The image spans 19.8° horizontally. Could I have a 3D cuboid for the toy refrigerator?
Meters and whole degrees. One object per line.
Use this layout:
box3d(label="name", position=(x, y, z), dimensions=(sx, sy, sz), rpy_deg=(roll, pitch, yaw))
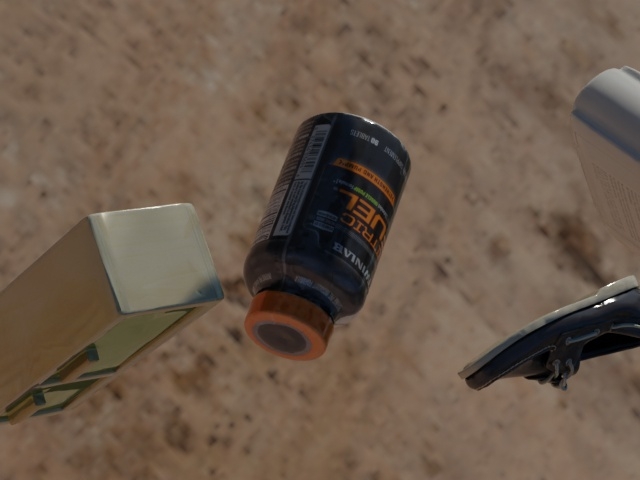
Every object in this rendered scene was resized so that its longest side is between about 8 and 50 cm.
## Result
box3d(label="toy refrigerator", position=(-0.197, 0.070, 1.501), dimensions=(0.102, 0.269, 0.094), rpy_deg=(-8, 72, -40))

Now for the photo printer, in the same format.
box3d(label="photo printer", position=(0.421, -0.028, 1.991), dimensions=(0.307, 0.107, 0.256), rpy_deg=(41, -13, 39))

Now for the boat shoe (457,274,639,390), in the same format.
box3d(label="boat shoe", position=(0.207, 0.092, 1.555), dimensions=(0.206, 0.075, 0.065), rpy_deg=(-23, 82, -34))

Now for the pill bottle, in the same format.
box3d(label="pill bottle", position=(0.000, 0.000, 1.872), dimensions=(0.130, 0.130, 0.246), rpy_deg=(33, 57, -20))
